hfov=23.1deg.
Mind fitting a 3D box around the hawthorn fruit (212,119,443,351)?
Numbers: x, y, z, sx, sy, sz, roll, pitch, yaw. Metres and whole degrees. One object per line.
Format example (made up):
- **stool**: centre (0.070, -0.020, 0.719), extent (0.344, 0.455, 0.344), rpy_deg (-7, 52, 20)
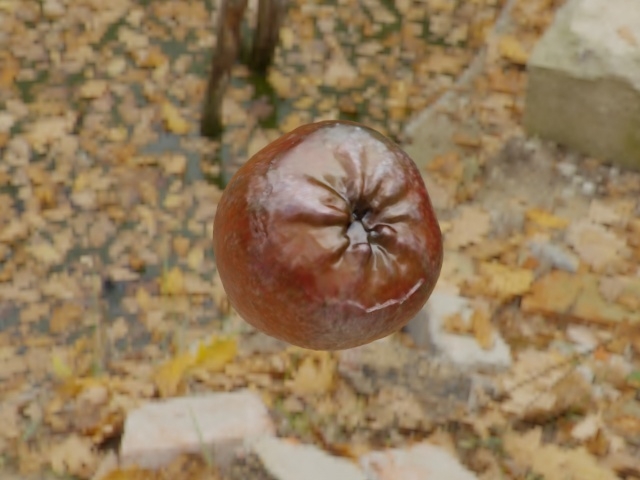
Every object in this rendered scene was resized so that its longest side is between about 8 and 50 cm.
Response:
- **hawthorn fruit**: centre (0.000, 0.000, 1.134), extent (0.173, 0.172, 0.173), rpy_deg (2, 42, -2)
